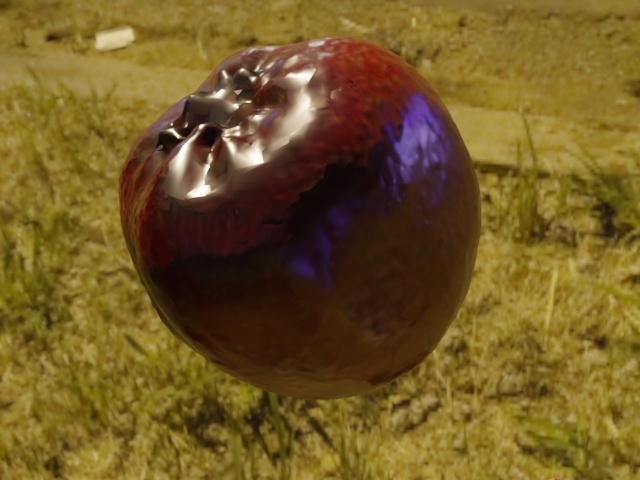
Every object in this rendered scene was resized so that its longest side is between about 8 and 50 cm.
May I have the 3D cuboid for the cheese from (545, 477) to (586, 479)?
[{"bbox_3d":[0.164,0.315,0.836,0.129,0.217,0.329,-3,27,31],"label":"cheese"}]

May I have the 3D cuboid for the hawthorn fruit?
[{"bbox_3d":[0.000,0.000,0.526,0.169,0.188,0.169,-25,39,22],"label":"hawthorn fruit"}]
